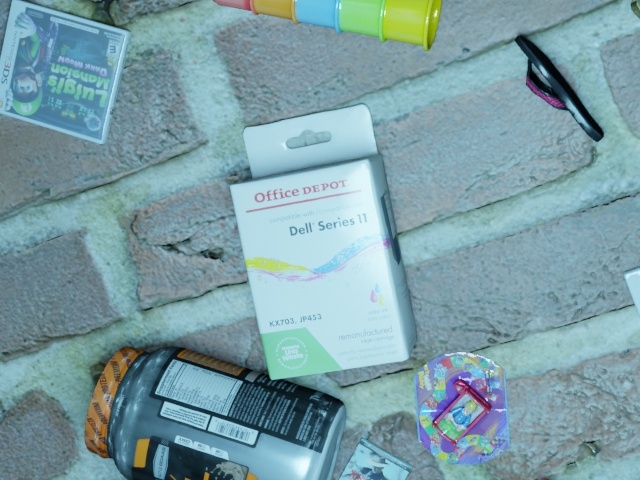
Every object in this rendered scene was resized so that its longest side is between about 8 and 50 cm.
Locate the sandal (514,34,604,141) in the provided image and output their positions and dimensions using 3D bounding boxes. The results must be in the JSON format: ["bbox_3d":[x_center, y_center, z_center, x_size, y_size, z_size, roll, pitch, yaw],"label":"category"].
[{"bbox_3d":[0.312,-0.198,1.479,0.040,0.067,0.179,-37,92,26],"label":"sandal"}]

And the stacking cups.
[{"bbox_3d":[0.005,-0.337,1.509,0.316,0.096,0.096,14,101,11],"label":"stacking cups"}]

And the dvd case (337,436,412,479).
[{"bbox_3d":[0.071,0.364,1.637,0.087,0.013,0.119,30,102,7],"label":"dvd case"}]

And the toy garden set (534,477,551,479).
[{"bbox_3d":[0.383,0.443,1.501,0.244,0.049,0.204,16,58,-9],"label":"toy garden set"}]

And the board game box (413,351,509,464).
[{"bbox_3d":[0.201,0.246,1.582,0.133,0.033,0.169,-3,97,12],"label":"board game box"}]

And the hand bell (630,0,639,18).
[{"bbox_3d":[0.512,-0.377,1.400,0.126,0.126,0.242,31,92,6],"label":"hand bell"}]

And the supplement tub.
[{"bbox_3d":[-0.149,0.277,1.573,0.338,0.207,0.207,16,101,10],"label":"supplement tub"}]

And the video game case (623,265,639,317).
[{"bbox_3d":[0.539,0.095,1.491,0.201,0.023,0.183,-21,93,14],"label":"video game case"}]

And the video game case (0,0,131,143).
[{"bbox_3d":[-0.390,-0.252,1.642,0.190,0.022,0.173,17,102,9],"label":"video game case"}]

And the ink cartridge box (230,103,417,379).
[{"bbox_3d":[0.000,0.000,1.544,0.207,0.119,0.353,-11,96,14],"label":"ink cartridge box"}]
